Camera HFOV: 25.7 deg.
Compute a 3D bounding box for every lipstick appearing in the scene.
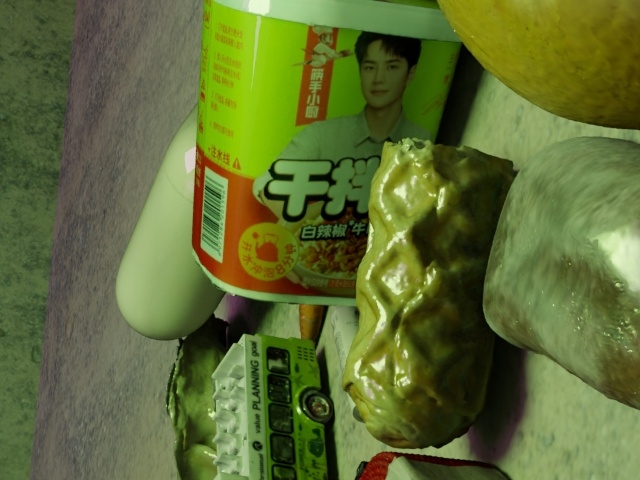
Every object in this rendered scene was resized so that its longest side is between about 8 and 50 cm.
[{"bbox_3d":[0.039,0.124,1.448,0.141,0.040,0.040,-104,33,-48],"label":"lipstick"}]

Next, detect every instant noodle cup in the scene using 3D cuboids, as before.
[{"bbox_3d":[-0.009,-0.108,1.420,0.294,0.294,0.308,-133,51,-65],"label":"instant noodle cup"}]

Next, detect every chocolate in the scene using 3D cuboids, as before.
[{"bbox_3d":[0.201,0.016,1.023,0.303,0.100,0.185,-153,73,-72],"label":"chocolate"}]

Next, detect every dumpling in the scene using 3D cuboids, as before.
[{"bbox_3d":[-0.137,0.216,1.793,0.166,0.086,0.332,72,-165,-60],"label":"dumpling"}]

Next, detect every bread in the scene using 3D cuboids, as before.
[{"bbox_3d":[0.095,0.046,1.201,0.130,0.152,0.268,2,81,46],"label":"bread"}]

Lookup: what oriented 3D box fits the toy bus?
[{"bbox_3d":[-0.061,0.244,1.504,0.113,0.139,0.302,125,151,-42],"label":"toy bus"}]

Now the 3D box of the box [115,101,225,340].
[{"bbox_3d":[-0.133,-0.055,1.757,0.349,0.141,0.289,-61,0,37],"label":"box"}]

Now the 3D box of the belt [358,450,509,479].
[{"bbox_3d":[0.090,0.250,1.136,0.201,0.124,0.128,-129,51,-64],"label":"belt"}]

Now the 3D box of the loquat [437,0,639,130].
[{"bbox_3d":[0.194,-0.241,0.831,0.328,0.359,0.328,-42,25,25],"label":"loquat"}]

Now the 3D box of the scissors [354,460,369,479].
[{"bbox_3d":[0.030,0.285,1.277,0.300,0.022,0.109,-71,-3,-81],"label":"scissors"}]

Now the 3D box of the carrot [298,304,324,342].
[{"bbox_3d":[0.000,0.000,1.600,0.061,0.061,0.257,-138,58,-66],"label":"carrot"}]
